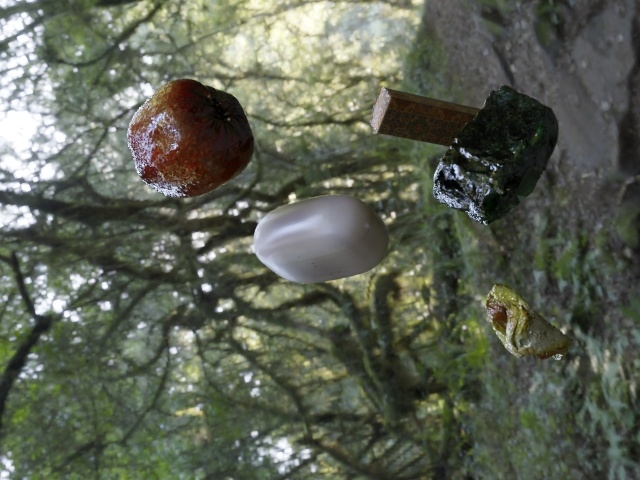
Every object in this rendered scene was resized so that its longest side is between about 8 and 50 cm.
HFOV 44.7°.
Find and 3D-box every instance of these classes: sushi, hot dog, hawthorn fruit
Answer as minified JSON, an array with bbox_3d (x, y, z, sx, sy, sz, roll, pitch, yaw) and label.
[{"bbox_3d":[0.271,-0.124,1.171,0.225,0.127,0.124,-49,-27,-26],"label":"sushi"},{"bbox_3d":[0.274,0.126,1.042,0.169,0.078,0.061,37,-119,-23],"label":"hot dog"},{"bbox_3d":[-0.193,-0.131,1.074,0.157,0.194,0.157,35,-138,-39],"label":"hawthorn fruit"}]

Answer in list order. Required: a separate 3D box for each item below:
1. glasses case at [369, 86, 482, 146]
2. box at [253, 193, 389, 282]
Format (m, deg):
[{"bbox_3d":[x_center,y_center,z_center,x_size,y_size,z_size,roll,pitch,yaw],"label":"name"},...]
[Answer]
[{"bbox_3d":[0.201,-0.222,1.427,0.075,0.218,0.049,-69,29,28],"label":"glasses case"},{"bbox_3d":[0.000,0.000,1.129,0.146,0.200,0.088,41,-133,-43],"label":"box"}]
